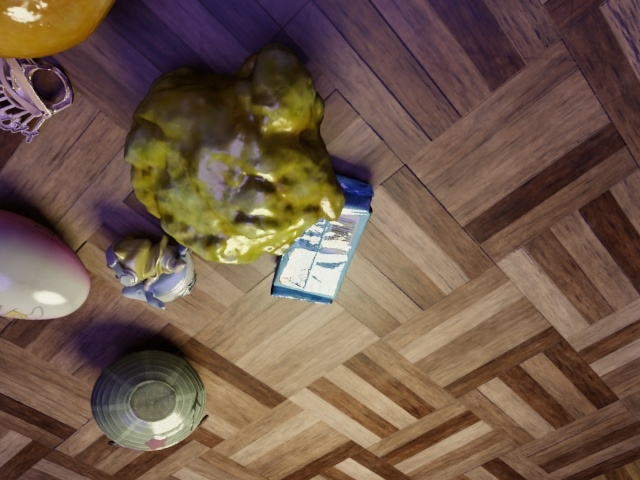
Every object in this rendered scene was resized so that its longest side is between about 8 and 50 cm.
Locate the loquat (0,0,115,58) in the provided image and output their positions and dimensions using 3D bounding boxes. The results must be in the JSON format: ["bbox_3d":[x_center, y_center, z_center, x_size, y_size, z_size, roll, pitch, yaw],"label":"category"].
[{"bbox_3d":[-0.394,-0.384,0.539,0.328,0.328,0.328,-1,123,-1],"label":"loquat"}]

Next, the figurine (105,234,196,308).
[{"bbox_3d":[-0.337,0.048,0.944,0.208,0.128,0.184,-42,112,14],"label":"figurine"}]

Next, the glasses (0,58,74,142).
[{"bbox_3d":[-0.520,-0.278,0.743,0.162,0.095,0.255,-5,120,7],"label":"glasses"}]

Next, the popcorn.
[{"bbox_3d":[-0.145,-0.129,0.734,0.334,0.294,0.292,-11,152,8],"label":"popcorn"}]

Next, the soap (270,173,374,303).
[{"bbox_3d":[0.000,0.000,0.943,0.156,0.077,0.293,15,121,-10],"label":"soap"}]

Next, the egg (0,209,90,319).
[{"bbox_3d":[-0.596,0.056,0.898,0.196,0.196,0.271,-30,121,17],"label":"egg"}]

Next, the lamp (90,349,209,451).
[{"bbox_3d":[-0.403,0.380,1.100,0.265,0.233,0.233,1,124,-20],"label":"lamp"}]
